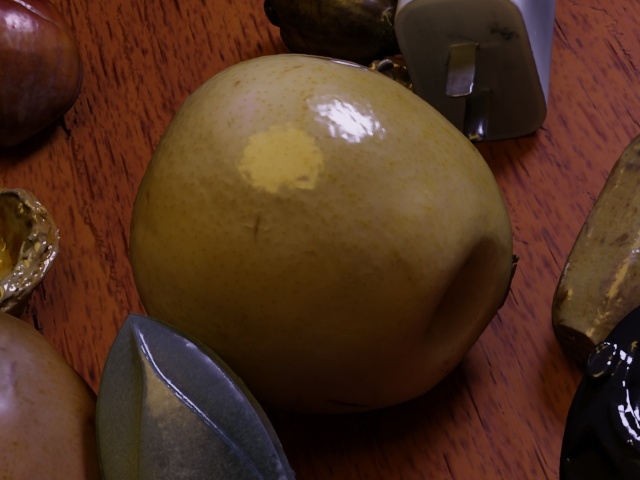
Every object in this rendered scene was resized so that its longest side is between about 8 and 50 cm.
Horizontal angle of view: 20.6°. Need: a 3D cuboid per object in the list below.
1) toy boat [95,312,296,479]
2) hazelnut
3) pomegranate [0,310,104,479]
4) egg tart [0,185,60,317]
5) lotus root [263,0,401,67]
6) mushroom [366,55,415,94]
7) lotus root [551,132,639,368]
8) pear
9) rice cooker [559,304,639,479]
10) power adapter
[{"bbox_3d":[-0.086,0.201,1.341,0.141,0.092,0.319,-23,80,0],"label":"toy boat"},{"bbox_3d":[-0.345,-0.190,1.873,0.182,0.182,0.182,-11,45,11],"label":"hazelnut"},{"bbox_3d":[-0.313,0.203,1.391,0.319,0.319,0.319,-11,45,11],"label":"pomegranate"},{"bbox_3d":[-0.346,0.033,1.710,0.213,0.090,0.212,-13,43,12],"label":"egg tart"},{"bbox_3d":[0.027,-0.234,1.798,0.209,0.120,0.120,20,58,41],"label":"lotus root"},{"bbox_3d":[0.066,-0.147,1.681,0.061,0.187,0.060,16,95,2],"label":"mushroom"},{"bbox_3d":[0.273,-0.002,1.495,0.110,0.097,0.258,14,61,41],"label":"lotus root"},{"bbox_3d":[0.000,0.000,1.463,0.309,0.309,0.309,-11,45,11],"label":"pear"},{"bbox_3d":[0.292,0.166,1.228,0.267,0.224,0.267,-13,45,13],"label":"rice cooker"},{"bbox_3d":[0.147,-0.201,1.670,0.124,0.187,0.255,-5,47,19],"label":"power adapter"}]
